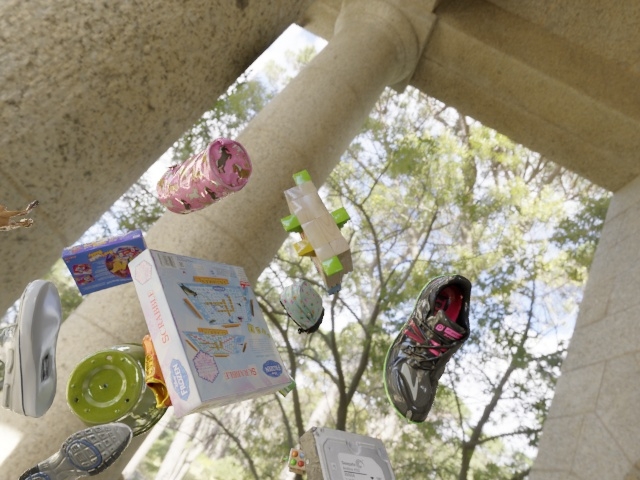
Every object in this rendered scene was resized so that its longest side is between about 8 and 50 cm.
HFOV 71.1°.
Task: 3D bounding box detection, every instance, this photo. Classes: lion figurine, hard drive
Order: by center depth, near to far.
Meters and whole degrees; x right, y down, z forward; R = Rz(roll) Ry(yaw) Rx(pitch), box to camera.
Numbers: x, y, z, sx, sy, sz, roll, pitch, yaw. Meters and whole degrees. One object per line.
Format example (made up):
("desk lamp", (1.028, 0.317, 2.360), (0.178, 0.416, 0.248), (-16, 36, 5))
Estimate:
("hard drive", (0.092, 0.589, 0.978), (0.236, 0.339, 0.064), (26, -64, -30))
("lion figurine", (-1.082, -0.044, 1.367), (0.142, 0.392, 0.240), (62, -21, -10))

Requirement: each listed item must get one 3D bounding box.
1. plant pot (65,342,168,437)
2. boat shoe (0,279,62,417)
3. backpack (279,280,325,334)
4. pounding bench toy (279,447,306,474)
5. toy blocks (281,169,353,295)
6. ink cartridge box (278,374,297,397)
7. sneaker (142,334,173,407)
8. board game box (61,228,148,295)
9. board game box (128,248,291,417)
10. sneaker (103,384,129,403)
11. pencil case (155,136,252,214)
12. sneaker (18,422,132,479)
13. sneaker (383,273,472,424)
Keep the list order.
("plant pot", (-0.738, 0.534, 1.624), (0.366, 0.366, 0.353), (33, -24, 1))
("boat shoe", (-0.757, 0.265, 1.122), (0.156, 0.136, 0.367), (10, -73, -3))
("backpack", (-0.062, 0.231, 1.626), (0.115, 0.152, 0.182), (-27, -67, 23))
("pounding bench toy", (-0.080, 0.646, 1.317), (0.083, 0.052, 0.065), (8, -40, 7))
("toy blocks", (0.000, 0.000, 1.454), (0.261, 0.190, 0.381), (77, -13, -59))
("ink cartridge box", (-0.142, 0.484, 1.568), (0.109, 0.062, 0.209), (44, -14, 6))
("sneaker", (-0.369, 0.292, 1.019), (0.064, 0.067, 0.175), (-40, -112, 23))
("board game box", (-0.991, 0.104, 2.120), (0.078, 0.347, 0.233), (-124, -157, -52))
("board game box", (-0.223, 0.187, 0.955), (0.318, 0.066, 0.318), (22, 37, -62))
("sneaker", (-0.832, 0.680, 2.043), (0.340, 0.140, 0.125), (9, -3, -4))
("pencil case", (-0.372, -0.196, 1.410), (0.386, 0.160, 0.167), (-12, -46, 46))
("sneaker", (-0.581, 0.521, 1.090), (0.111, 0.297, 0.129), (61, 7, 4))
("sneaker", (0.329, 0.300, 1.347), (0.185, 0.483, 0.202), (23, -23, 0))
